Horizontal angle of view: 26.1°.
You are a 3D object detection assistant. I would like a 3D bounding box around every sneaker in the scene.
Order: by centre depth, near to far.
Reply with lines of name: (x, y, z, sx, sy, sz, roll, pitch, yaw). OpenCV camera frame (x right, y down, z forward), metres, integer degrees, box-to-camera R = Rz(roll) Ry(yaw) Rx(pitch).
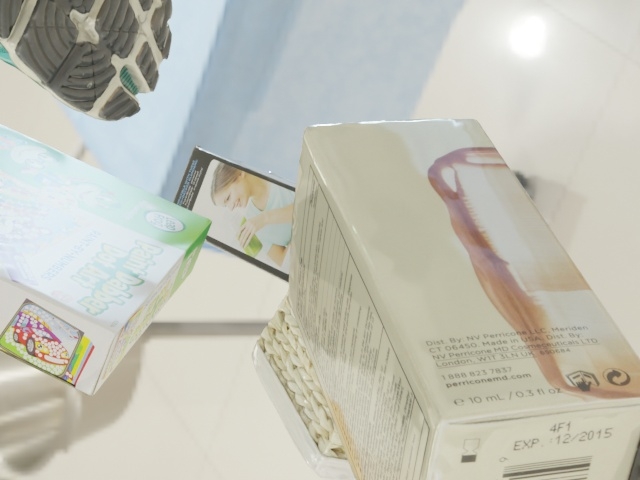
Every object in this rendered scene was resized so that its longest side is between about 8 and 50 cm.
sneaker: (-0.177, -0.158, 0.645, 0.110, 0.275, 0.107, 6, 63, 48)

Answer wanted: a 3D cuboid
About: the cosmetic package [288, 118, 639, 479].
cosmetic package: (0.077, 0.061, 0.836, 0.296, 0.129, 0.153, -113, 23, -52)

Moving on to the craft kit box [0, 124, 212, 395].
craft kit box: (-0.225, -0.008, 0.989, 0.061, 0.246, 0.250, -63, 0, 21)

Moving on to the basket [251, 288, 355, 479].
basket: (0.034, 0.102, 1.065, 0.103, 0.113, 0.167, -63, 31, 19)

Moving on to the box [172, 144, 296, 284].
box: (0.000, 0.000, 1.341, 0.290, 0.169, 0.087, 25, 95, 48)
